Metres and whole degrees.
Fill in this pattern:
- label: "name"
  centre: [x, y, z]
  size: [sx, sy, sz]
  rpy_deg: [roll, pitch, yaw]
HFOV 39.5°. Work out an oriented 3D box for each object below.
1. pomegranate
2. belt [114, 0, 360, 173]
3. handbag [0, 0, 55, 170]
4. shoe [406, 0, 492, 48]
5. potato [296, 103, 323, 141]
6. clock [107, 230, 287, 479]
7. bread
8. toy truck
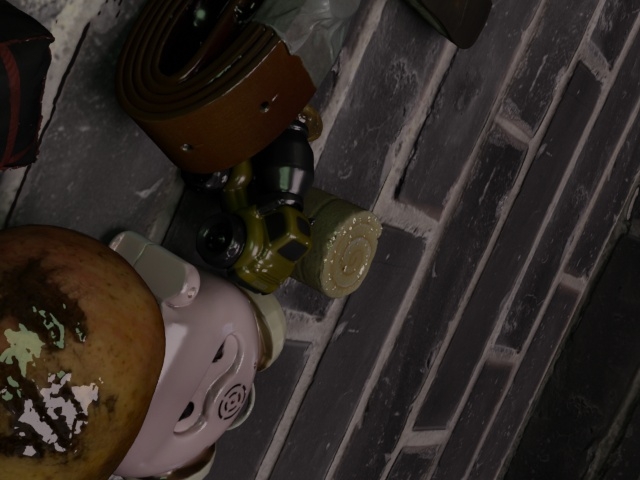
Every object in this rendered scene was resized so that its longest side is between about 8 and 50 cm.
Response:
- label: "pomegranate"
  centre: [-0.316, 0.138, 0.925]
  size: [0.322, 0.322, 0.322]
  rpy_deg: [-31, 135, -38]
- label: "belt"
  centre: [-0.090, -0.245, 1.036]
  size: [0.338, 0.217, 0.122]
  rpy_deg: [-56, 146, -14]
- label: "handbag"
  centre: [-0.362, -0.127, 0.816]
  size: [0.215, 0.155, 0.169]
  rpy_deg: [-24, 144, -45]
- label: "shoe"
  centre: [0.192, -0.393, 1.422]
  size: [0.103, 0.098, 0.275]
  rpy_deg: [-57, 148, 5]
- label: "potato"
  centre: [-0.024, -0.177, 1.327]
  size: [0.051, 0.040, 0.083]
  rpy_deg: [-57, 145, 0]
- label: "clock"
  centre: [-0.208, 0.179, 1.219]
  size: [0.342, 0.184, 0.326]
  rpy_deg: [-54, 150, -4]
- label: "bread"
  centre: [0.000, 0.000, 1.391]
  size: [0.134, 0.141, 0.148]
  rpy_deg: [18, 96, -52]
- label: "toy truck"
  centre: [-0.073, -0.050, 1.188]
  size: [0.165, 0.224, 0.147]
  rpy_deg: [-25, 148, 21]
